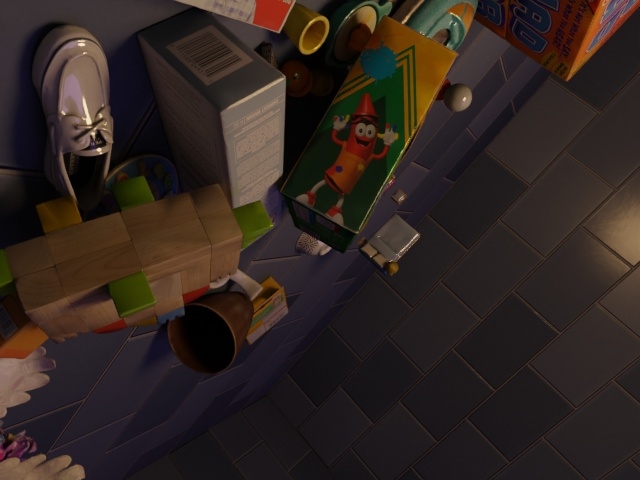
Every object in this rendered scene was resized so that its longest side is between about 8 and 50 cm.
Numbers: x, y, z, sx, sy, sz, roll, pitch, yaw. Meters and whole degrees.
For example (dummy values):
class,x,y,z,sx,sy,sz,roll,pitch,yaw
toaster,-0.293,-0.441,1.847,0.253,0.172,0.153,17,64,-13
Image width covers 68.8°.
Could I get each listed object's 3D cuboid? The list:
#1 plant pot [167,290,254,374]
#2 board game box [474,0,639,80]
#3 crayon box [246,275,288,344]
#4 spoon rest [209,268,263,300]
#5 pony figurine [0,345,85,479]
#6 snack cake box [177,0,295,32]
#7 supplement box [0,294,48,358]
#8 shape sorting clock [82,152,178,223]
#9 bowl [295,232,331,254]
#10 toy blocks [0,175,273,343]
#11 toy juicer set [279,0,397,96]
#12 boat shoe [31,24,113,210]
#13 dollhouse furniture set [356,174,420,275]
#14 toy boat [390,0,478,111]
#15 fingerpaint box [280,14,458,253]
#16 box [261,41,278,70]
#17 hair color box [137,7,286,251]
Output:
class,x,y,z,sx,sy,sz,roll,pitch,yaw
plant pot,-0.293,0.242,1.386,0.215,0.215,0.230,-53,175,24
board game box,0.504,-0.625,0.927,0.356,0.356,0.356,-48,162,8
crayon box,-0.225,0.256,1.721,0.203,0.083,0.323,-39,162,-17
spoon rest,-0.268,0.098,1.315,0.137,0.084,0.276,-47,149,1
pony figurine,-0.644,0.389,0.838,0.351,0.303,0.363,-16,165,-33
snack cake box,-0.121,-0.364,0.561,0.264,0.089,0.152,-17,146,-56
supplement box,-0.479,0.102,0.827,0.233,0.080,0.078,-41,162,-6
shape sorting clock,-0.325,-0.057,0.820,0.206,0.040,0.206,-54,168,-16
bowl,0.000,0.000,1.655,0.170,0.080,0.170,-39,162,-15
toy blocks,-0.283,0.058,0.740,0.381,0.191,0.261,-21,160,-23
toy juicer set,0.054,-0.375,0.923,0.329,0.089,0.209,-33,159,-33
boat shoe,-0.312,-0.148,0.621,0.095,0.084,0.258,-30,157,-39
dollhouse furniture set,0.236,-0.077,1.642,0.286,0.303,0.198,-44,163,-4
toy boat,0.272,-0.426,1.062,0.267,0.148,0.318,-47,150,-4
fingerpaint box,0.089,-0.179,1.011,0.371,0.163,0.445,-60,177,-6
box,-0.088,-0.290,0.819,0.018,0.083,0.067,-3,162,5
hair color box,-0.162,-0.155,0.776,0.113,0.185,0.374,-38,161,-23
